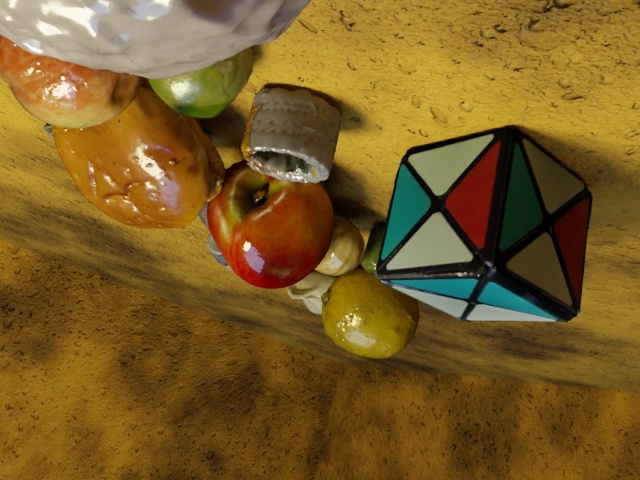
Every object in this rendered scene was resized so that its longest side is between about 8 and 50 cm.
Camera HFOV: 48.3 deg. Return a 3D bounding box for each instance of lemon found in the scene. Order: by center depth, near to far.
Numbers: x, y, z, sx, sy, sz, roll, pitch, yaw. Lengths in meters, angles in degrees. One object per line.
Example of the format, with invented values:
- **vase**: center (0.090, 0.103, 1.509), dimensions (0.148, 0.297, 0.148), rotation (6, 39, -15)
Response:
- **lemon**: center (0.143, 0.206, 2.011), dimensions (0.284, 0.260, 0.260), rotation (46, 154, -15)

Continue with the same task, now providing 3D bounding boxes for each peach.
- **peach**: center (-0.326, -0.263, 0.962), dimensions (0.232, 0.233, 0.232), rotation (13, 164, 4)
- **peach**: center (-0.093, -0.021, 1.428), dimensions (0.248, 0.245, 0.275), rotation (-2, 156, 19)

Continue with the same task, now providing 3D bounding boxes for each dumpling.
- **dumpling**: center (0.007, 0.153, 2.228), dimensions (0.252, 0.131, 0.179), rotation (-1, -168, -26)

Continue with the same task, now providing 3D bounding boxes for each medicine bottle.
- **medicine bottle**: center (-0.271, 0.031, 2.083), dimensions (0.083, 0.083, 0.203), rotation (12, 165, 8)

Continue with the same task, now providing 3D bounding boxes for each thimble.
- **thimble**: center (-0.047, -0.170, 1.158), dimensions (0.151, 0.118, 0.127), rotation (13, 164, 2)

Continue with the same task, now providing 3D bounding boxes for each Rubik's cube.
- **Rubik's cube**: center (0.272, -0.011, 1.183), dimensions (0.246, 0.250, 0.248), rotation (26, 158, -34)

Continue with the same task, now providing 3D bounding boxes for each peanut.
- **peanut**: center (0.000, 0.000, 1.645), dimensions (0.147, 0.148, 0.319), rotation (23, 173, -26)

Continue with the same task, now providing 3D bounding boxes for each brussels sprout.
- **brussels sprout**: center (-0.177, -0.242, 1.022), dimensions (0.151, 0.122, 0.149), rotation (19, 166, -13)

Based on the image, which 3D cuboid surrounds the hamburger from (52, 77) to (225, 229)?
- **hamburger**: center (-0.323, -0.160, 1.258), dimensions (0.289, 0.170, 0.314), rotation (-8, 125, 35)

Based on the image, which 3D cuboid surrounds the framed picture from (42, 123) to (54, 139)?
- **framed picture**: center (-0.493, -0.199, 1.517), dimensions (0.203, 0.015, 0.150), rotation (1, 138, 46)

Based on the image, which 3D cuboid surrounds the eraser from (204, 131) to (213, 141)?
- **eraser**: center (-0.315, -0.196, 1.427), dimensions (0.212, 0.046, 0.092), rotation (-2, 155, 46)

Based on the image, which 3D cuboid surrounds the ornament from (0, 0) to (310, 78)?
- **ornament**: center (-0.133, -0.271, 0.487), dimensions (0.337, 0.337, 0.337), rotation (13, 164, 4)

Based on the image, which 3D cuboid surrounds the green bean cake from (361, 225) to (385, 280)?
- **green bean cake**: center (0.243, 0.056, 1.646), dimensions (0.248, 0.125, 0.222), rotation (3, 160, 35)

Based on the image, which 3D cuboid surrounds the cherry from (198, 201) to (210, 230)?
- **cherry**: center (-0.198, -0.073, 1.583), dimensions (0.176, 0.140, 0.176), rotation (36, 177, 2)
